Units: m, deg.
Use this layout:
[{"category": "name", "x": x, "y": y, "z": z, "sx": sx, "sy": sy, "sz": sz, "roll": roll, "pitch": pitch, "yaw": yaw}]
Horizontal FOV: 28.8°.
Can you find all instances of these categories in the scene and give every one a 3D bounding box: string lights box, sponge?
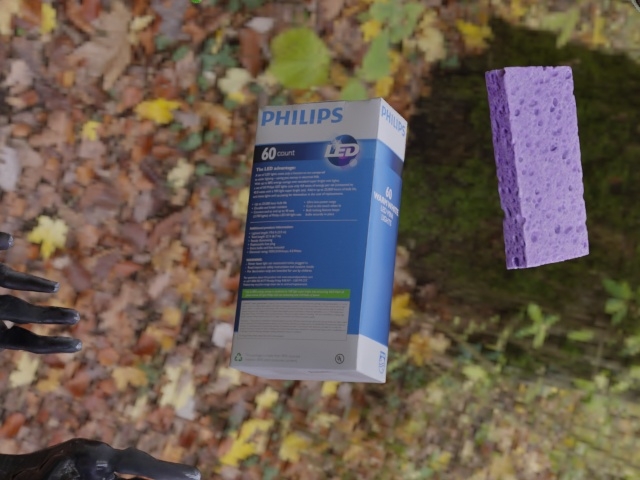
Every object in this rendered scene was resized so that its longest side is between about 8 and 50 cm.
[{"category": "string lights box", "x": 0.000, "y": 0.000, "z": 1.187, "sx": 0.077, "sy": 0.133, "sz": 0.260, "roll": 32, "pitch": 61, "yaw": -60}, {"category": "sponge", "x": 0.233, "y": -0.080, "z": 1.328, "sx": 0.117, "sy": 0.031, "sz": 0.210, "roll": -10, "pitch": 95, "yaw": -43}]

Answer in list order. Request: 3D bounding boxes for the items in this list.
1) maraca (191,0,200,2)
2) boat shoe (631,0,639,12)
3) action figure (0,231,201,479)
[{"category": "maraca", "x": -0.166, "y": -0.313, "z": 1.247, "sx": 0.099, "sy": 0.185, "sz": 0.127, "roll": -80, "pitch": -165, "yaw": -64}, {"category": "boat shoe", "x": 0.330, "y": -0.182, "z": 1.024, "sx": 0.095, "sy": 0.095, "sz": 0.257, "roll": -39, "pitch": 142, "yaw": 18}, {"category": "action figure", "x": -0.120, "y": 0.096, "z": 0.229, "sx": 0.164, "sy": 0.141, "sz": 0.276, "roll": 67, "pitch": 30, "yaw": -19}]
